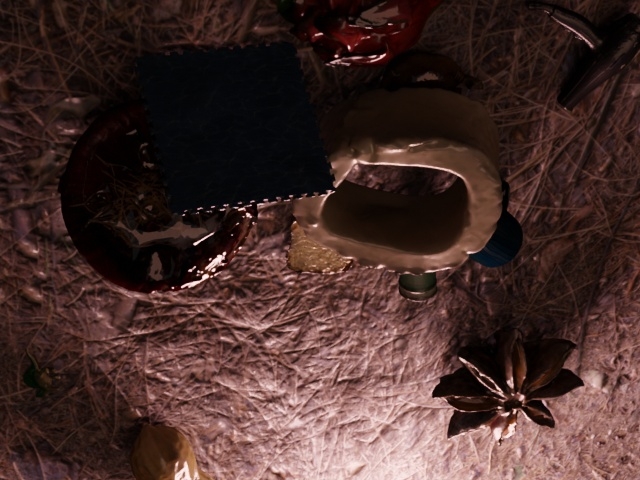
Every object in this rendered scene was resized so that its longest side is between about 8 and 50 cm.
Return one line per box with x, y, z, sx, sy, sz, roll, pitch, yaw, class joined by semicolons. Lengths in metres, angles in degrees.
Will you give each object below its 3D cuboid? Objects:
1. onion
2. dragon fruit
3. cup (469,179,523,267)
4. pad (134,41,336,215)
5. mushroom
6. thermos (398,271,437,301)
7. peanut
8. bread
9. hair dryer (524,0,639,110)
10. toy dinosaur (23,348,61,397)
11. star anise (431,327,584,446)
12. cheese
-0.246;-0.074;1.708;0.314;0.232;0.314;-2;99;-14;onion
0.084;-0.358;1.594;0.293;0.233;0.233;-6;128;5;dragon fruit
0.298;-0.033;1.969;0.150;0.113;0.138;-48;140;12;cup
-0.127;-0.173;1.647;0.270;0.269;0.012;-11;163;-22;pad
0.185;-0.248;1.809;0.171;0.080;0.135;-9;137;-9;mushroom
0.182;0.017;2.005;0.083;0.073;0.187;-7;127;-4;thermos
-0.282;0.470;2.139;0.149;0.149;0.313;-20;126;-4;peanut
0.000;0.000;1.954;0.126;0.044;0.129;-1;128;-9;bread
0.417;-0.336;1.847;0.219;0.075;0.195;28;122;-22;hair dryer
-0.509;0.242;1.970;0.060;0.029;0.119;-18;129;9;toy dinosaur
0.381;0.297;2.254;0.332;0.117;0.331;-4;125;-5;star anise
0.124;-0.101;1.792;0.332;0.153;0.292;5;135;-1;cheese
